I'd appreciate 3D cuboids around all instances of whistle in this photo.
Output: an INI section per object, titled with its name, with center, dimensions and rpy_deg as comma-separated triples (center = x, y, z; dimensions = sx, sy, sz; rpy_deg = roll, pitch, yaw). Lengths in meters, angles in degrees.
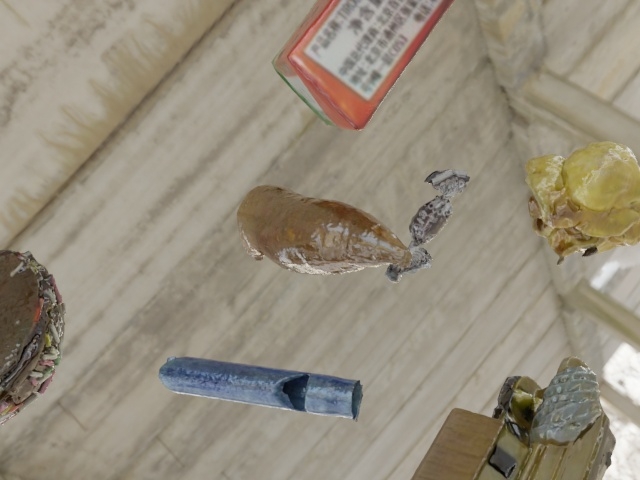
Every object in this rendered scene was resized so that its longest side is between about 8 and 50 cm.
[whistle]
center = -0.090, 0.214, 1.318
dimensions = 0.062, 0.304, 0.062
rpy_deg = 5, -90, -72

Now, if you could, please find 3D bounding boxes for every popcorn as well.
[popcorn]
center = 0.469, -0.074, 1.528
dimensions = 0.253, 0.191, 0.190
rpy_deg = -11, -9, -31

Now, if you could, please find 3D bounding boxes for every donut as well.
[donut]
center = -0.440, 0.129, 1.131
dimensions = 0.269, 0.269, 0.103
rpy_deg = -43, -37, -15

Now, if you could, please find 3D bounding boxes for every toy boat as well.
[toy boat]
center = 0.137, 0.289, 0.826
dimensions = 0.445, 0.162, 0.136
rpy_deg = -56, 6, -29

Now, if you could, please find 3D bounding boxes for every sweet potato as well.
[sweet potato]
center = 0.000, -0.003, 1.378
dimensions = 0.131, 0.336, 0.131
rpy_deg = -13, -70, -38

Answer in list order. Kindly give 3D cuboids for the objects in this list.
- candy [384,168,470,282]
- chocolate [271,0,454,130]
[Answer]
[candy]
center = 0.177, -0.023, 1.506
dimensions = 0.094, 0.051, 0.226
rpy_deg = 0, -54, -41
[chocolate]
center = 0.083, -0.360, 1.414
dimensions = 0.360, 0.161, 0.341
rpy_deg = -54, 11, 3
